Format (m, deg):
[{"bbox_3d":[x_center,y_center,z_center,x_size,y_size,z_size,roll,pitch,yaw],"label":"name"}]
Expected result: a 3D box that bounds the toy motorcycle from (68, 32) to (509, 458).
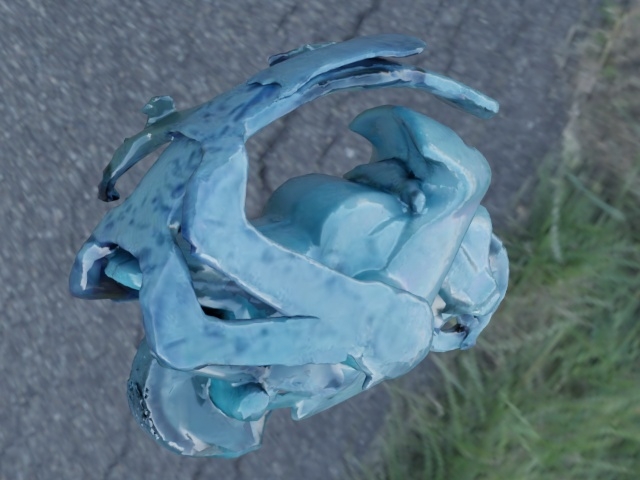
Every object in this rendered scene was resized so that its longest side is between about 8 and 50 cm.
[{"bbox_3d":[0.000,0.000,0.753,0.260,0.154,0.206,-21,117,-30],"label":"toy motorcycle"}]
